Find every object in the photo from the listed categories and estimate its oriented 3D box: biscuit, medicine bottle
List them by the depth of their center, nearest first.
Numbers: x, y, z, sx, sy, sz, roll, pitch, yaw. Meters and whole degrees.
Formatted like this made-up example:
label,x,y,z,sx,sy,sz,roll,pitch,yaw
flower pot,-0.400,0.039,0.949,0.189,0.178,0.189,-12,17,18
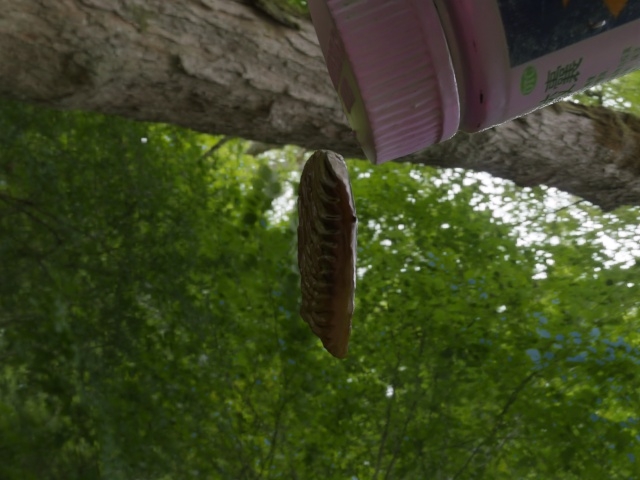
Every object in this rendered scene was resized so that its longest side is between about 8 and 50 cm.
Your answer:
label,x,y,z,sx,sy,sz,roll,pitch,yaw
medicine bottle,0.146,-0.188,0.512,0.178,0.290,0.178,159,-90,-89
biscuit,-0.001,0.000,0.640,0.229,0.031,0.176,-118,-145,-66
